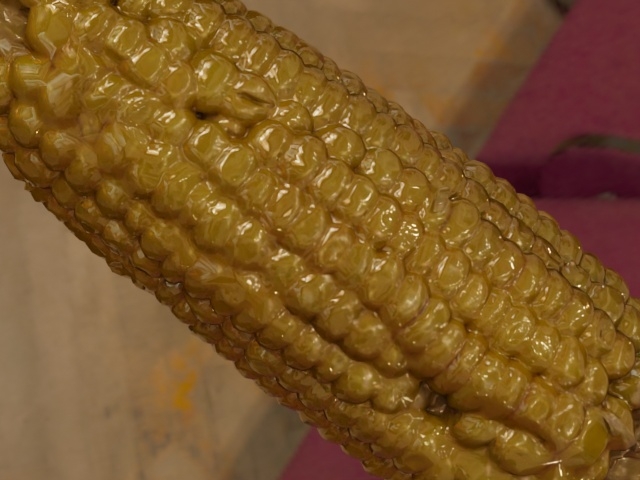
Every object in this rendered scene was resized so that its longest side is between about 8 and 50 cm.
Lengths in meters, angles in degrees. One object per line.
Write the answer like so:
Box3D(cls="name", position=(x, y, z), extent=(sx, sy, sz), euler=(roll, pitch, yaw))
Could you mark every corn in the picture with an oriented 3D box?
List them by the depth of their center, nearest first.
Box3D(cls="corn", position=(0.000, 0.000, 0.507), extent=(0.261, 0.097, 0.097), euler=(36, 56, -12))
